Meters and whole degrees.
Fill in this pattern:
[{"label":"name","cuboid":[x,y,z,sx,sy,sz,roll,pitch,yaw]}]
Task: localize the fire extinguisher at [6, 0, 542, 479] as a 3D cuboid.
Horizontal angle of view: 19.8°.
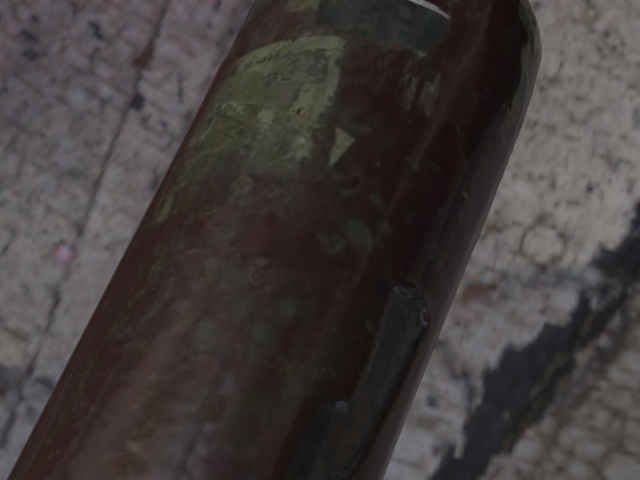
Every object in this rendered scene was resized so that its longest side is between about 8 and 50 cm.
[{"label":"fire extinguisher","cuboid":[0.000,0.000,0.401,0.072,0.267,0.089,32,150,-13]}]
